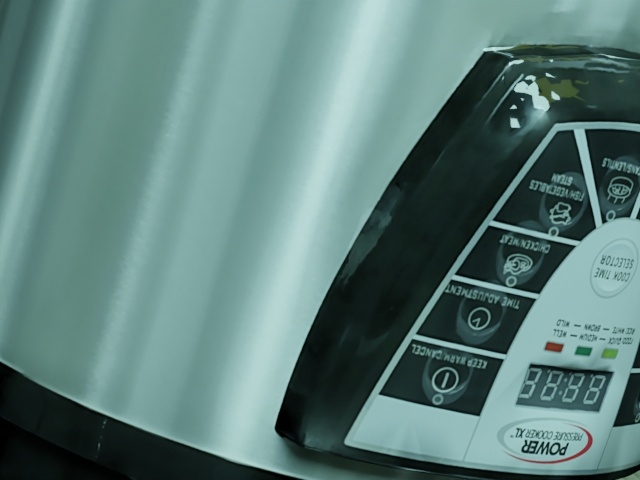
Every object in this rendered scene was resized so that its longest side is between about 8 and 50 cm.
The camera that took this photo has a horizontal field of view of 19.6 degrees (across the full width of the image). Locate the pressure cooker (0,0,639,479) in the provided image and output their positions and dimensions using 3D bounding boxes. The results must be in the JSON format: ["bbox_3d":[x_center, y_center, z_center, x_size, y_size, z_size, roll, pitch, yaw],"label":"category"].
[{"bbox_3d":[-0.002,-0.002,0.916,0.370,0.420,0.375,19,10,8],"label":"pressure cooker"}]
